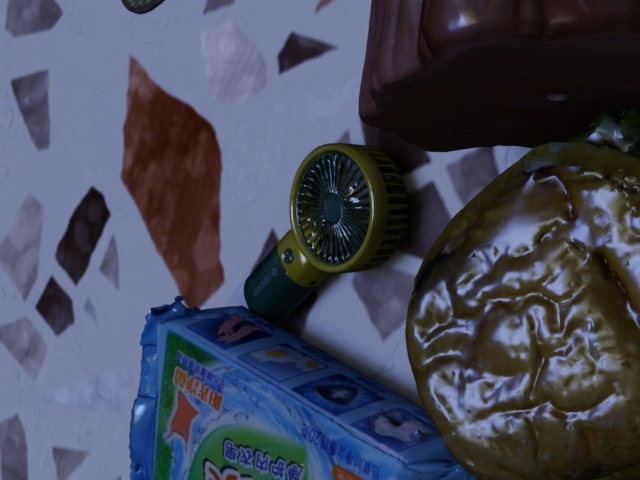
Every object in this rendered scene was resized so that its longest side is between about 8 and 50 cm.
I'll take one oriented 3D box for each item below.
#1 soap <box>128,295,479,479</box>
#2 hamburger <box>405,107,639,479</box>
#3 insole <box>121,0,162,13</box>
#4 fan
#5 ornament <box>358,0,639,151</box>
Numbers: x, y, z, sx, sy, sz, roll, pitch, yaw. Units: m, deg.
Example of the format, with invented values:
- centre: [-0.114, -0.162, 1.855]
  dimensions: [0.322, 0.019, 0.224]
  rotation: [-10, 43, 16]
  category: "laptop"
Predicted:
- centre: [-0.015, 0.148, 1.116]
  dimensions: [0.293, 0.077, 0.156]
  rotation: [24, 116, 43]
  category: "soap"
- centre: [0.133, 0.048, 0.944]
  dimensions: [0.206, 0.130, 0.183]
  rotation: [-42, 72, 42]
  category: "hamburger"
- centre: [-0.070, -0.242, 1.256]
  dimensions: [0.253, 0.005, 0.086]
  rotation: [-38, 62, 37]
  category: "insole"
- centre: [0.000, 0.000, 1.151]
  dimensions: [0.155, 0.039, 0.082]
  rotation: [-46, 58, 38]
  category: "fan"
- centre: [0.118, -0.178, 0.940]
  dimensions: [0.221, 0.235, 0.218]
  rotation: [-9, 78, 19]
  category: "ornament"
